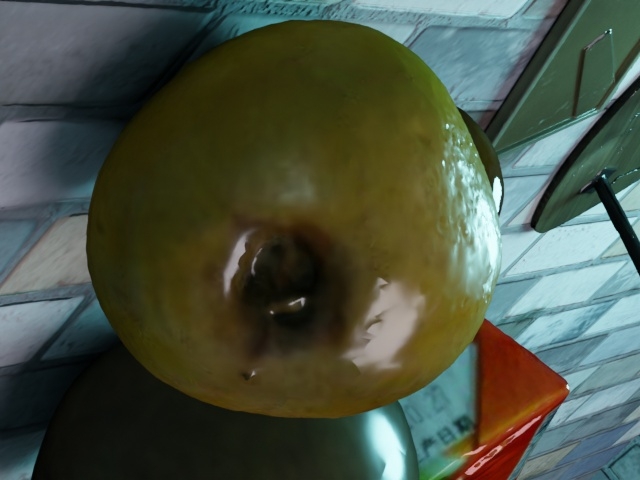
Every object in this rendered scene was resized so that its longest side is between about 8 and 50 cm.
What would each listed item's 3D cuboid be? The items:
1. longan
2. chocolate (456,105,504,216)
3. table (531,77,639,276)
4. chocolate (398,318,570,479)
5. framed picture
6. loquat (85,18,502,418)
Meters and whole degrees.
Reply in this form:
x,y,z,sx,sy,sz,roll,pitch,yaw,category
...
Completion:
x,y,z,sx,sy,sz,roll,pitch,yaw,category
-0.084,0.227,1.567,0.361,0.361,0.361,-33,161,-13,longan
0.089,-0.046,1.539,0.127,0.133,0.124,-27,163,-22,chocolate
0.444,-0.044,2.010,0.317,0.249,0.317,-33,161,-13,table
0.095,0.275,2.270,0.341,0.161,0.360,-31,161,-19,chocolate
0.247,-0.170,1.718,0.184,0.016,0.250,-25,158,-34,framed picture
-0.014,-0.017,1.251,0.275,0.275,0.275,-33,161,-13,loquat
